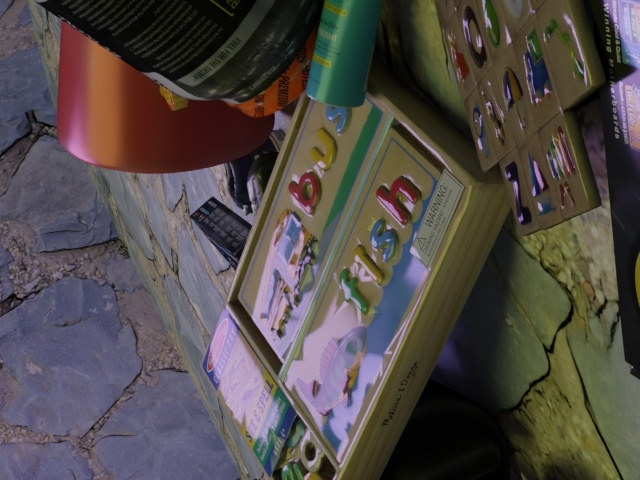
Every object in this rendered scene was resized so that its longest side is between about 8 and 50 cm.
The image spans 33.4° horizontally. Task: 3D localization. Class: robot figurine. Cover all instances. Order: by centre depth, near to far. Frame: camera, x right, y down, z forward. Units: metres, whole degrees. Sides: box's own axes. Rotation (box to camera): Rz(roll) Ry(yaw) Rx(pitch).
[{"bbox_3d":[0.090,0.224,1.121,0.278,0.173,0.209,18,87,68],"label":"robot figurine"}]

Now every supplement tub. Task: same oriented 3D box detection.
[{"bbox_3d":[-0.145,-0.262,0.939,0.338,0.207,0.207,33,-177,-32],"label":"supplement tub"}]

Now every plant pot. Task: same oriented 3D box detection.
[{"bbox_3d":[-0.186,-0.244,1.258,0.275,0.274,0.243,46,142,50],"label":"plant pot"}]

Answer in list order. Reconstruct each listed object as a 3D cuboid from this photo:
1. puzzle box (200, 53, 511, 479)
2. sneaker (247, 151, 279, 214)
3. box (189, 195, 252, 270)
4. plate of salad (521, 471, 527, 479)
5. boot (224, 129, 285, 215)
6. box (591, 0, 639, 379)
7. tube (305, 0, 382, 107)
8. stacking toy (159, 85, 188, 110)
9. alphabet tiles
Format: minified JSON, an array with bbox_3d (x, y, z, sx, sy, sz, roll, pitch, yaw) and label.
[{"bbox_3d":[0.013,0.047,1.018,0.272,0.052,0.409,50,128,45],"label":"puzzle box"},{"bbox_3d":[0.000,0.000,1.282,0.132,0.086,0.229,25,145,59],"label":"sneaker"},{"bbox_3d":[-0.089,0.036,1.527,0.175,0.051,0.220,51,172,-26],"label":"box"},{"bbox_3d":[0.217,0.303,0.954,0.200,0.048,0.200,62,-175,-9],"label":"plate of salad"},{"bbox_3d":[-0.075,-0.051,1.413,0.069,0.086,0.190,43,150,54],"label":"boot"},{"bbox_3d":[0.240,-0.055,0.431,0.318,0.097,0.395,39,146,58],"label":"box"},{"bbox_3d":[0.031,-0.217,0.896,0.080,0.052,0.207,38,125,48],"label":"tube"},{"bbox_3d":[-0.112,-0.265,1.119,0.052,0.166,0.221,37,144,59],"label":"stacking toy"},{"bbox_3d":[0.105,-0.175,0.685,0.285,0.011,0.343,111,144,-84],"label":"alphabet tiles"}]
